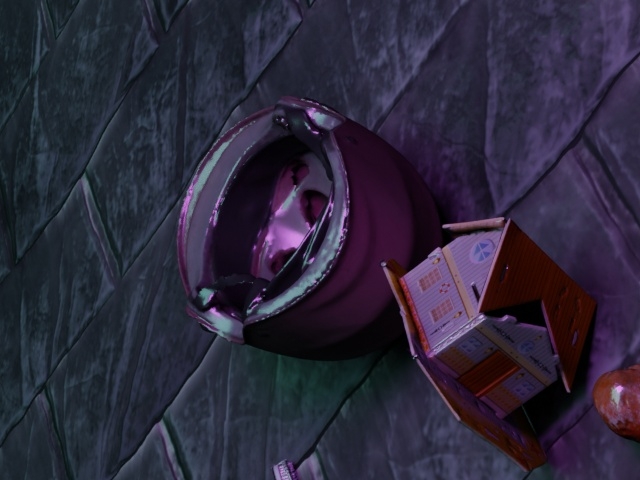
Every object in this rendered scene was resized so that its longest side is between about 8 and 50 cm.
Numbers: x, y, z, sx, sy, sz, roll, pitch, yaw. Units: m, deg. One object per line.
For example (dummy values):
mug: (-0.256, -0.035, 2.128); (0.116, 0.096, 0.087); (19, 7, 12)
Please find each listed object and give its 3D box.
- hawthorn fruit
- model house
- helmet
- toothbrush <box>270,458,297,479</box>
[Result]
hawthorn fruit: (0.275, 0.159, 1.534); (0.067, 0.067, 0.103); (-32, 58, 47)
model house: (0.182, 0.083, 1.615); (0.136, 0.219, 0.207); (-39, 37, 17)
helmet: (0.000, 0.000, 1.871); (0.338, 0.197, 0.271); (19, 86, 63)
toothbrush: (-0.009, 0.360, 1.917); (0.026, 0.024, 0.288); (-39, 47, 24)
